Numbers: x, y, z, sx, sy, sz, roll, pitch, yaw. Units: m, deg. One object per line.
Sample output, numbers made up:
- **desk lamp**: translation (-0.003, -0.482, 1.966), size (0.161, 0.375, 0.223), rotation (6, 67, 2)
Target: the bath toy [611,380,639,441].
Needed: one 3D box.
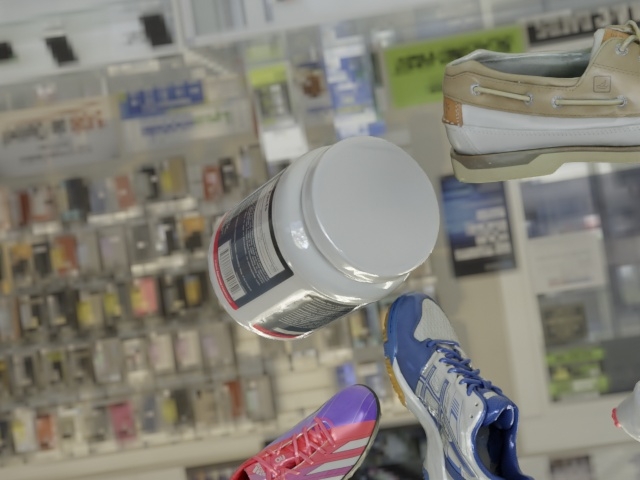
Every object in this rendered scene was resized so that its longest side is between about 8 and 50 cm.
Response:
- **bath toy**: translation (0.548, 0.185, 2.223), size (0.129, 0.151, 0.348), rotation (-28, -163, 52)

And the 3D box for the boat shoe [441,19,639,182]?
- **boat shoe**: translation (0.245, -0.123, 1.205), size (0.302, 0.103, 0.113), rotation (-10, -163, 15)

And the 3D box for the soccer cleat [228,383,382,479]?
- **soccer cleat**: translation (-0.043, 0.326, 2.125), size (0.318, 0.108, 0.116), rotation (-46, 141, 9)

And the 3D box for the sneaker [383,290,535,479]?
- **sneaker**: translation (0.170, 0.183, 1.691), size (0.112, 0.296, 0.131), rotation (-2, 156, -41)

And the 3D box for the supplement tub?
- **supplement tub**: translation (0.000, 0.000, 1.755), size (0.191, 0.191, 0.272), rotation (-7, 166, -32)
